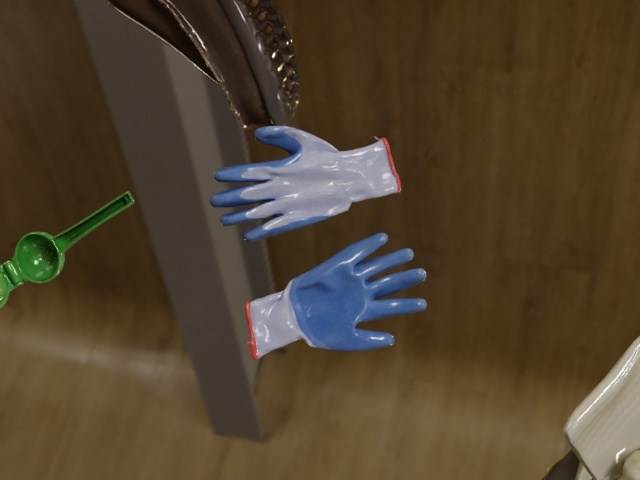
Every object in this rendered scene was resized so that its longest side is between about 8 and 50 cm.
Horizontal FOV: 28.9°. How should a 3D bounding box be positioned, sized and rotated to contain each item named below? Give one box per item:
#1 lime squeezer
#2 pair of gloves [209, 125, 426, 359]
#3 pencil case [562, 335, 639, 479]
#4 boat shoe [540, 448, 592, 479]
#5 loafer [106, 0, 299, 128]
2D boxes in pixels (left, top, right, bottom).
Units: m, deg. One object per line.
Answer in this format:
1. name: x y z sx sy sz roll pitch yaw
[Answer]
1. lime squeezer: -0.333 0.039 1.323 0.059 0.310 0.110 63 -8 -15
2. pair of gloves: 0.000 0.000 1.000 0.159 0.198 0.023 -14 9 -14
3. pencil case: 0.203 0.196 0.280 0.410 0.160 0.183 42 -5 38
4. boat shoe: 0.128 0.168 0.630 0.081 0.228 0.068 39 -47 10
5. loafer: -0.146 -0.260 1.251 0.130 0.134 0.366 -29 -86 16
